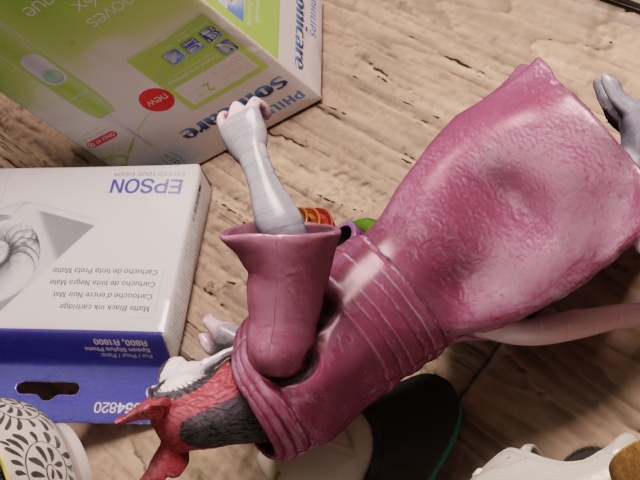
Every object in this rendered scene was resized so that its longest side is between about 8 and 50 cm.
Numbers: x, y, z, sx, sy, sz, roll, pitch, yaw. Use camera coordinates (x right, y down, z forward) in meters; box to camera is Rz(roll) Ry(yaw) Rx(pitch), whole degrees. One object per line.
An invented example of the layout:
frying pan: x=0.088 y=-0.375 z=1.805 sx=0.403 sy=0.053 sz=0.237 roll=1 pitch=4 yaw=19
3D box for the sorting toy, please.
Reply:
sorting toy: x=0.000 y=0.000 z=1.274 sx=0.102 sy=0.042 sz=0.061 roll=9 pitch=69 yaw=47

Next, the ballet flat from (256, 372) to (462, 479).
ballet flat: x=-0.020 y=0.190 z=1.114 sx=0.280 sy=0.096 sz=0.095 roll=-51 pitch=38 yaw=3

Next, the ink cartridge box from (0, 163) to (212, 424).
ink cartridge box: x=-0.215 y=0.040 z=1.392 sx=0.223 sy=0.045 sz=0.224 roll=-1 pitch=60 yaw=17

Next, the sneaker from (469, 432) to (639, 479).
sneaker: x=0.096 y=0.187 z=1.017 sx=0.262 sy=0.099 sz=0.121 roll=-14 pitch=45 yaw=28

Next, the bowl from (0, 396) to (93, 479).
bowl: x=-0.227 y=0.188 z=1.310 sx=0.080 sy=0.170 sz=0.170 roll=-18 pitch=30 yaw=-27

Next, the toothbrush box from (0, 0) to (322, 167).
toothbrush box: x=-0.163 y=-0.189 z=1.382 sx=0.206 sy=0.283 sz=0.122 roll=-25 pitch=48 yaw=30

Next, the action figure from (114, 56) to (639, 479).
action figure: x=0.044 y=0.051 z=1.057 sx=0.370 sy=0.248 sz=0.276 roll=-38 pitch=64 yaw=-12

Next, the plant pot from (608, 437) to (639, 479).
plant pot: x=0.263 y=0.210 z=0.747 sx=0.237 sy=0.237 sz=0.254 roll=-19 pitch=65 yaw=35
